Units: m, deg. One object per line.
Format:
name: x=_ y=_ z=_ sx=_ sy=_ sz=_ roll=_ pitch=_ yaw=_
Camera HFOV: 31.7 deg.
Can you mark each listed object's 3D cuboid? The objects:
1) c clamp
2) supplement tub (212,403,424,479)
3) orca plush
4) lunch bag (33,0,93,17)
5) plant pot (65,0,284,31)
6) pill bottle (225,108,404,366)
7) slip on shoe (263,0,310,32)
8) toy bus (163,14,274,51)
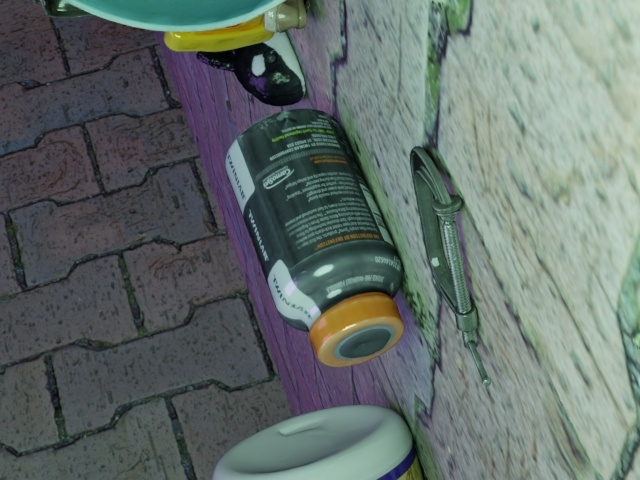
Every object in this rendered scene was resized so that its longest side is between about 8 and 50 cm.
c clamp: x=0.100 y=0.010 z=0.863 sx=0.137 sy=0.022 sz=0.160 roll=-113 pitch=7 yaw=-65
supplement tub: x=0.027 y=0.385 z=1.319 sx=0.241 sy=0.241 sz=0.331 roll=-152 pitch=45 yaw=-78
orca plush: x=-0.109 y=-0.260 z=1.380 sx=0.151 sy=0.102 sz=0.287 roll=89 pitch=162 yaw=-62
lunch bag: x=-0.349 y=-0.496 z=1.846 sx=0.169 sy=0.287 sz=0.235 roll=84 pitch=167 yaw=-55
plant pot: x=-0.082 y=-0.303 z=0.695 sx=0.195 sy=0.290 sz=0.290 roll=-63 pitch=-30 yaw=-48
pill bottle: x=0.000 y=0.000 z=1.104 sx=0.130 sy=0.130 sz=0.245 roll=87 pitch=164 yaw=-58
slip on shoe: x=-0.030 y=-0.238 z=1.130 sx=0.135 sy=0.041 sz=0.051 roll=-81 pitch=-5 yaw=-70
toy bus: x=-0.109 y=-0.335 z=1.160 sx=0.211 sy=0.149 sz=0.220 roll=133 pitch=123 yaw=-63
